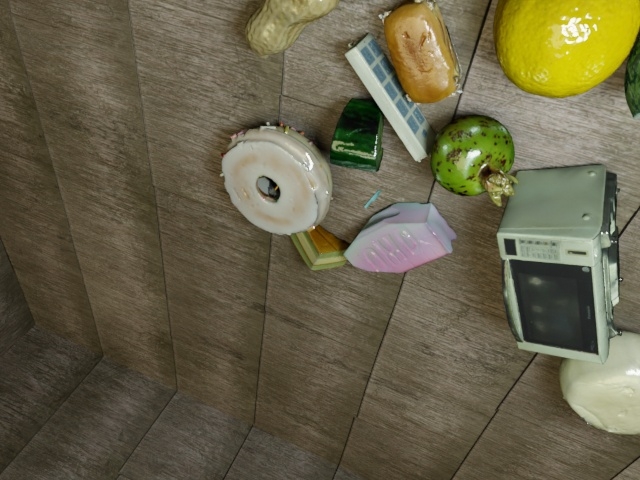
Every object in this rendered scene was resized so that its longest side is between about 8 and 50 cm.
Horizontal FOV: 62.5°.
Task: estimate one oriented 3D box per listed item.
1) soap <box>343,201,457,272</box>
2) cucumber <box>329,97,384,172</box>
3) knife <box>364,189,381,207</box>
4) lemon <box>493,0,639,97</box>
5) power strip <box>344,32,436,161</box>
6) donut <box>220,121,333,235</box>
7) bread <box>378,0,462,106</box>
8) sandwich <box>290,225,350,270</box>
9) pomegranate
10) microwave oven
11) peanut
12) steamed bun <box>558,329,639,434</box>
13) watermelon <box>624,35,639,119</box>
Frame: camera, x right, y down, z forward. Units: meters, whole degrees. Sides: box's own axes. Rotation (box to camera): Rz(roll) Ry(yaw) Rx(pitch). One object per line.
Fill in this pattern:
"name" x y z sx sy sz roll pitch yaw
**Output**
"soap" 0.232 0.000 1.641 0.324 0.109 0.193 -27 111 42
"cucumber" 0.106 -0.279 1.428 0.130 0.191 0.191 11 132 9
"knife" 0.164 -0.128 1.640 0.014 0.005 0.091 37 135 -3
"lemon" 0.477 -0.421 1.037 0.293 0.293 0.293 15 133 17
"power strip" 0.192 -0.359 1.358 0.043 0.106 0.367 -20 116 43
"donut" -0.132 -0.193 1.649 0.383 0.142 0.382 15 132 17
"bread" 0.241 -0.448 1.257 0.136 0.107 0.241 -10 122 31
"sandwich" 0.000 0.000 1.834 0.187 0.144 0.117 60 141 24
"pomegranate" 0.387 -0.196 1.303 0.211 0.263 0.211 -11 130 -14
"microwave oven" 0.616 0.060 1.324 0.247 0.333 0.394 0 128 33
"peanut" -0.081 -0.576 1.305 0.291 0.143 0.159 -22 81 45
"steamed bun" 0.886 0.395 1.536 0.312 0.233 0.334 -23 122 37
"watermelon" 0.675 -0.335 0.985 0.180 0.305 0.224 40 149 41
